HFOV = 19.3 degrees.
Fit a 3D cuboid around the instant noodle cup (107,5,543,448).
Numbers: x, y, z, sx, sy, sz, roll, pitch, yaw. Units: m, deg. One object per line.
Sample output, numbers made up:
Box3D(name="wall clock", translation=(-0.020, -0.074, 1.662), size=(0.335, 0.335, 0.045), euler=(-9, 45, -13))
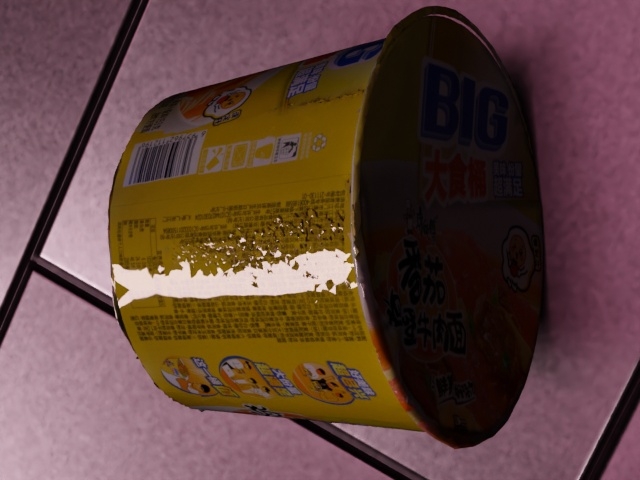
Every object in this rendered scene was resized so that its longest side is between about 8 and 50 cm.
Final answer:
Box3D(name="instant noodle cup", translation=(0.000, 0.000, 0.896), size=(0.153, 0.205, 0.205), euler=(-5, 90, 27))
